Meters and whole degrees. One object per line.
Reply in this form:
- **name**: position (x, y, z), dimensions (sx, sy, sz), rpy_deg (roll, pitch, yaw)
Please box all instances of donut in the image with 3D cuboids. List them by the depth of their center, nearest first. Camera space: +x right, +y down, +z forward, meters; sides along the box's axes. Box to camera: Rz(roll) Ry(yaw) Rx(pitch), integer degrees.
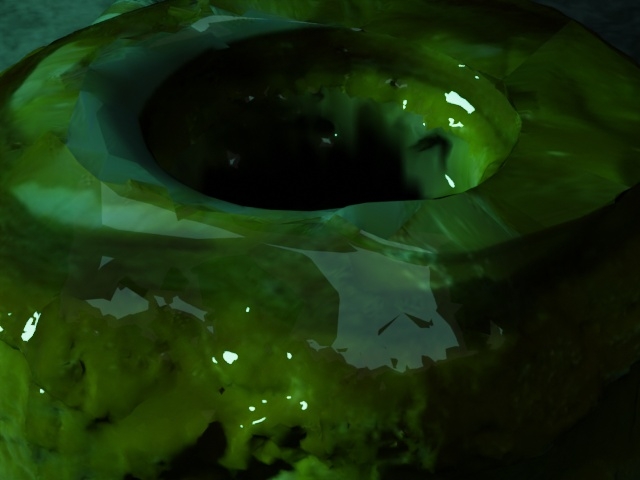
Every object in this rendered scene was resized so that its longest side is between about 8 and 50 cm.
- **donut**: position (0.000, 0.000, 0.712), dimensions (0.330, 0.160, 0.330), rpy_deg (3, 45, -3)

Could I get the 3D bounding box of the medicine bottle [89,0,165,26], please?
- **medicine bottle**: position (-0.096, -0.110, 0.934), dimensions (0.047, 0.047, 0.083), rpy_deg (17, 39, 14)
